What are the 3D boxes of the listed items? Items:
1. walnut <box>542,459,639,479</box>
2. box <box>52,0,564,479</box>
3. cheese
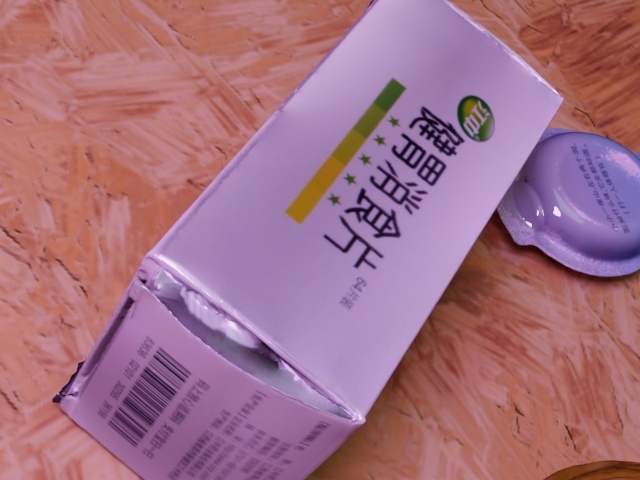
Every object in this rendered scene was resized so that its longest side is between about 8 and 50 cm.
[{"bbox_3d":[0.228,0.211,0.855,0.211,0.087,0.167,8,59,-24],"label":"walnut"},{"bbox_3d":[-0.001,0.002,0.817,0.145,0.173,0.333,37,49,0],"label":"box"},{"bbox_3d":[0.233,-0.035,1.051,0.245,0.052,0.135,-8,65,-33],"label":"cheese"}]
